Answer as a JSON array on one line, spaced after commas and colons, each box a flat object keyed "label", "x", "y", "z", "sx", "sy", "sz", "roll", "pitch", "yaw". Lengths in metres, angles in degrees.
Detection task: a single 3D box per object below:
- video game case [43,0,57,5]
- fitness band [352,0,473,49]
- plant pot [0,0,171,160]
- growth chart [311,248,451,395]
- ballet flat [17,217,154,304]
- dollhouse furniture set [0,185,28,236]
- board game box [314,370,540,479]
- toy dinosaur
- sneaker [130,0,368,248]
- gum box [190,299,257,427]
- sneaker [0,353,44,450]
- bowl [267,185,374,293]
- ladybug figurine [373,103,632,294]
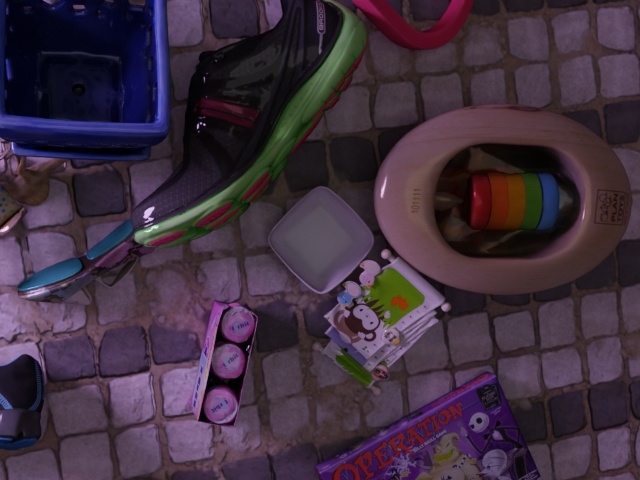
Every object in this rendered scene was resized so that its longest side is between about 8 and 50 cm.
[{"label": "video game case", "x": -0.463, "y": -0.544, "z": 1.380, "sx": 0.329, "sy": 0.036, "sz": 0.300, "roll": 30, "pitch": 77, "yaw": -21}, {"label": "fitness band", "x": 0.135, "y": -0.433, "z": 1.525, "sx": 0.291, "sy": 0.054, "sz": 0.209, "roll": 38, "pitch": 78, "yaw": -37}, {"label": "plant pot", "x": -0.340, "y": -0.235, "z": 1.374, "sx": 0.235, "sy": 0.212, "sz": 0.236, "roll": 0, "pitch": 79, "yaw": -13}, {"label": "growth chart", "x": 0.094, "y": 0.133, "z": 1.571, "sx": 0.172, "sy": 0.021, "sz": 0.237, "roll": 33, "pitch": 115, "yaw": -11}, {"label": "ballet flat", "x": -0.353, "y": 0.049, "z": 1.485, "sx": 0.221, "sy": 0.077, "sz": 0.079, "roll": -32, "pitch": 120, "yaw": -10}, {"label": "dollhouse furniture set", "x": -0.537, "y": -0.056, "z": 1.343, "sx": 0.161, "sy": 0.101, "sz": 0.182, "roll": -46, "pitch": 120, "yaw": -12}, {"label": "board game box", "x": 0.187, "y": 0.395, "z": 1.648, "sx": 0.346, "sy": 0.056, "sz": 0.208, "roll": -27, "pitch": 96, "yaw": -10}, {"label": "toy dinosaur", "x": -0.445, "y": -0.099, "z": 1.466, "sx": 0.183, "sy": 0.053, "sz": 0.092, "roll": -43, "pitch": 118, "yaw": 0}, {"label": "sneaker", "x": -0.131, "y": -0.186, "z": 1.484, "sx": 0.202, "sy": 0.185, "sz": 0.483, "roll": 39, "pitch": 81, "yaw": 4}, {"label": "gum box", "x": -0.151, "y": 0.187, "z": 1.519, "sx": 0.062, "sy": 0.107, "sz": 0.189, "roll": 12, "pitch": 91, "yaw": -14}, {"label": "sneaker", "x": -0.583, "y": 0.230, "z": 1.433, "sx": 0.340, "sy": 0.125, "sz": 0.140, "roll": 6, "pitch": 65, "yaw": -11}, {"label": "bowl", "x": 0.000, "y": 0.000, "z": 1.562, "sx": 0.142, "sy": 0.053, "sz": 0.142, "roll": -45, "pitch": 93, "yaw": -7}, {"label": "ladybug figurine", "x": 0.293, "y": -0.067, "z": 1.577, "sx": 0.449, "sy": 0.162, "sz": 0.305, "roll": 4, "pitch": 94, "yaw": -13}]
